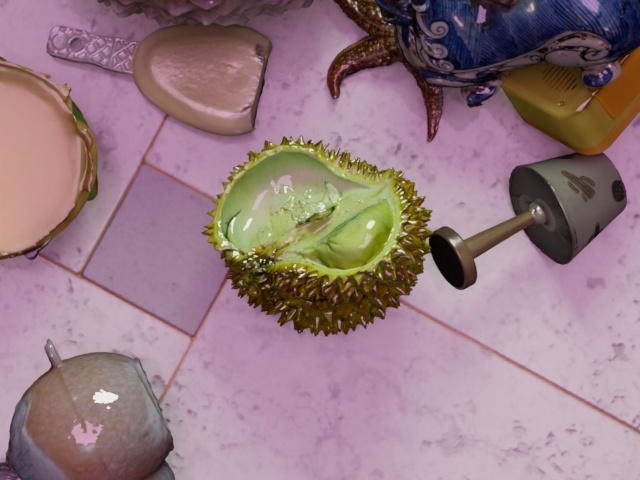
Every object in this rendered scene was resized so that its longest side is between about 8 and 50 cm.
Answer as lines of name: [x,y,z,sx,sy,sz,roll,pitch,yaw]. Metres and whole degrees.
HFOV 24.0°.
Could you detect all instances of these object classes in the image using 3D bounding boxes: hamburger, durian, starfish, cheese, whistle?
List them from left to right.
hamburger: [-0.356,-0.090,1.641,0.237,0.149,0.237,0,91,-8]
whistle: [-0.219,0.263,1.612,0.189,0.189,0.348,-29,99,-3]
cheese: [-0.185,-0.198,1.699,0.251,0.054,0.127,12,82,0]
durian: [0.004,0.001,1.617,0.236,0.176,0.200,10,57,18]
starfish: [0.098,-0.232,1.705,0.213,0.057,0.238,-25,86,5]

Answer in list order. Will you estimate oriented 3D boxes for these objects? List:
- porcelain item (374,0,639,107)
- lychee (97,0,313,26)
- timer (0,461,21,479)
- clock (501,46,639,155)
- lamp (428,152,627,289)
porcelain item: [0.203,-0.251,1.573,0.288,0.186,0.138,-7,53,31]
lychee: [-0.118,-0.409,1.561,0.432,0.380,0.380,-15,86,12]
timer: [-0.370,0.349,1.646,0.190,0.069,0.209,-4,87,1]
clock: [0.308,-0.206,1.662,0.202,0.096,0.143,-48,49,-4]
lamp: [0.228,-0.020,1.654,0.214,0.121,0.121,-28,87,-19]
